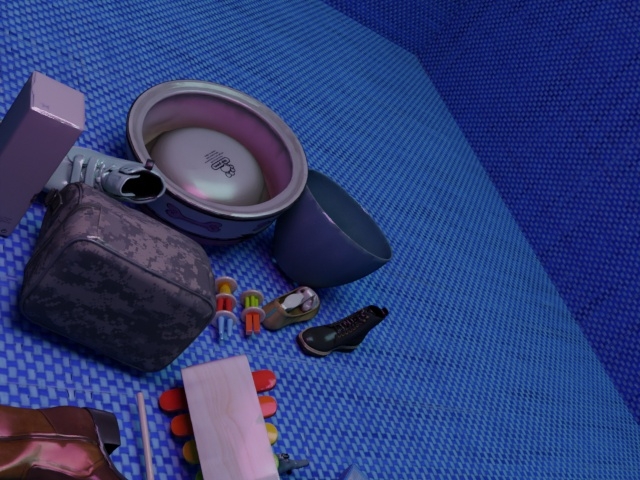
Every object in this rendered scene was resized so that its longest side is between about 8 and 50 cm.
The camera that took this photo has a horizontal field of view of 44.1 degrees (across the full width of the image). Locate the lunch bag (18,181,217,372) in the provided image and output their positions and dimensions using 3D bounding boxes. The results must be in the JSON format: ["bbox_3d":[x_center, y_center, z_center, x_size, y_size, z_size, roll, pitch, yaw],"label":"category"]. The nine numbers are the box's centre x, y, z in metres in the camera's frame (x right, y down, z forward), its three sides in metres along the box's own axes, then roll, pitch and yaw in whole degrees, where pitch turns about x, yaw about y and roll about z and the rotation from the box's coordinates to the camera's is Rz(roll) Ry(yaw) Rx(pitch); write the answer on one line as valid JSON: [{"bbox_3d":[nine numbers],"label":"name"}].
[{"bbox_3d":[-0.340,0.047,1.369,0.305,0.212,0.256,31,25,-30],"label":"lunch bag"}]

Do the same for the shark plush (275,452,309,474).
[{"bbox_3d":[-0.081,0.400,1.402,0.161,0.067,0.073,26,34,-31],"label":"shark plush"}]

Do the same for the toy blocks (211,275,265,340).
[{"bbox_3d":[-0.168,0.156,1.618,0.123,0.054,0.148,29,33,-27],"label":"toy blocks"}]

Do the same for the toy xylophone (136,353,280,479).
[{"bbox_3d":[-0.179,0.325,1.307,0.236,0.081,0.322,-5,53,-8],"label":"toy xylophone"}]

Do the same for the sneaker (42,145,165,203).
[{"bbox_3d":[-0.405,-0.120,1.434,0.256,0.094,0.151,4,5,-21],"label":"sneaker"}]

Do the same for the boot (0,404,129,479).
[{"bbox_3d":[-0.393,0.322,1.066,0.281,0.096,0.264,17,40,-40],"label":"boot"}]

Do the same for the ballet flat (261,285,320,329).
[{"bbox_3d":[-0.048,0.143,1.771,0.080,0.073,0.232,49,28,10],"label":"ballet flat"}]

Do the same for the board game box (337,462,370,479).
[{"bbox_3d":[0.099,0.545,1.481,0.211,0.039,0.160,46,29,2],"label":"board game box"}]

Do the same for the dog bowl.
[{"bbox_3d":[-0.241,-0.162,1.741,0.408,0.150,0.407,17,45,-18],"label":"dog bowl"}]

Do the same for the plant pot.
[{"bbox_3d":[0.000,0.000,1.870,0.290,0.195,0.290,41,19,-17],"label":"plant pot"}]

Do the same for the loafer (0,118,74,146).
[{"bbox_3d":[-0.535,-0.144,1.508,0.251,0.094,0.087,21,60,-22],"label":"loafer"}]

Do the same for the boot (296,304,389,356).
[{"bbox_3d":[0.050,0.190,1.772,0.198,0.137,0.076,-1,52,-52],"label":"boot"}]

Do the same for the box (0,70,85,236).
[{"bbox_3d":[-0.503,-0.140,1.328,0.094,0.275,0.113,24,35,-35],"label":"box"}]
